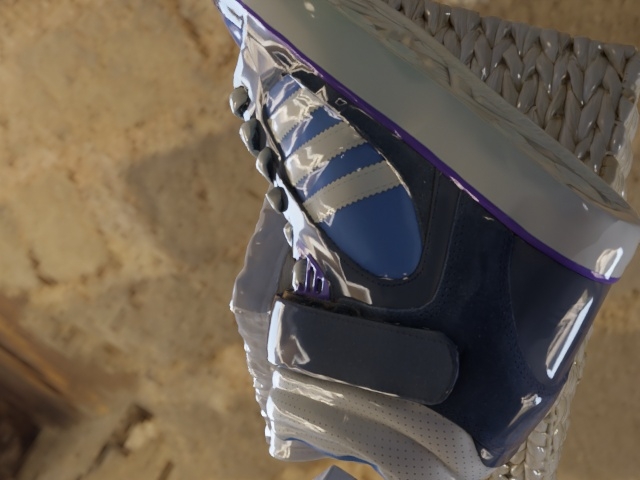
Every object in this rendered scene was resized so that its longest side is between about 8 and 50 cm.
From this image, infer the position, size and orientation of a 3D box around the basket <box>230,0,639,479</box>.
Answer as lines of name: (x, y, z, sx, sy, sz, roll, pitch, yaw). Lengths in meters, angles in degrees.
basket: (0.108, 0.015, 1.419, 0.266, 0.328, 0.331, 14, -26, 12)

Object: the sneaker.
sneaker: (0.001, 0.000, 0.911, 0.323, 0.130, 0.236, 42, -71, 31)

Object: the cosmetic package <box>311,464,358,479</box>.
cosmetic package: (0.081, 0.367, 1.051, 0.377, 0.284, 0.097, 35, -26, -4)
